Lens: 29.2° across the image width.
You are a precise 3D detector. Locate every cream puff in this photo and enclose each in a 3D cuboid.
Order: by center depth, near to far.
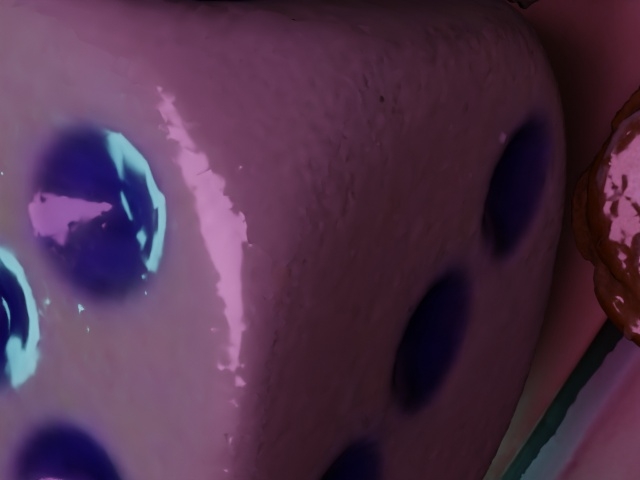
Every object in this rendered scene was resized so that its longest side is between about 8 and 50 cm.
[{"bbox_3d":[0.206,-0.010,0.625,0.150,0.115,0.165,5,96,26],"label":"cream puff"}]

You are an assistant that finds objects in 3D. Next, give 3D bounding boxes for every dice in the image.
[{"bbox_3d":[-0.072,0.005,0.632,0.304,0.277,0.304,21,114,33],"label":"dice"}]

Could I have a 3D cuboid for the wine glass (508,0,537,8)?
[{"bbox_3d":[0.197,-0.189,0.565,0.232,0.156,0.156,3,104,32],"label":"wine glass"}]
